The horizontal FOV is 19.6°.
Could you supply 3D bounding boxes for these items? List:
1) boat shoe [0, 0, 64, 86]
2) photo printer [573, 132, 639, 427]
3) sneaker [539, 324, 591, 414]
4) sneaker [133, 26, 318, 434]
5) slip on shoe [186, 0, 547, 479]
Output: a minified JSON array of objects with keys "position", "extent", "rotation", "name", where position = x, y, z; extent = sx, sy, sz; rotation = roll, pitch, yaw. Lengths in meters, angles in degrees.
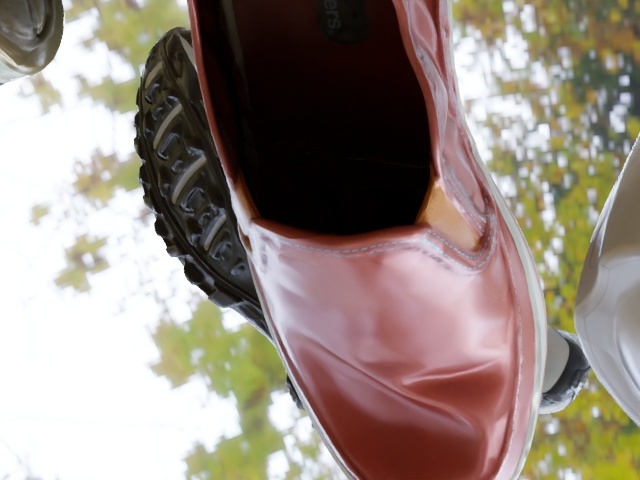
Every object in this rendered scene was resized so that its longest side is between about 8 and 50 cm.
[{"position":[-0.161,-0.118,0.481],"extent":[0.073,0.223,0.080],"rotation":[-30,-151,26],"name":"boat shoe"},{"position":[0.255,0.024,0.629],"extent":[0.307,0.107,0.256],"rotation":[35,-130,16],"name":"photo printer"},{"position":[0.076,0.045,0.826],"extent":[0.109,0.044,0.040],"rotation":[23,-97,53],"name":"sneaker"},{"position":[0.000,0.000,0.962],"extent":[0.108,0.100,0.271],"rotation":[-32,-99,-37],"name":"sneaker"},{"position":[0.013,-0.012,0.713],"extent":[0.123,0.331,0.101],"rotation":[0,-145,18],"name":"slip on shoe"}]
